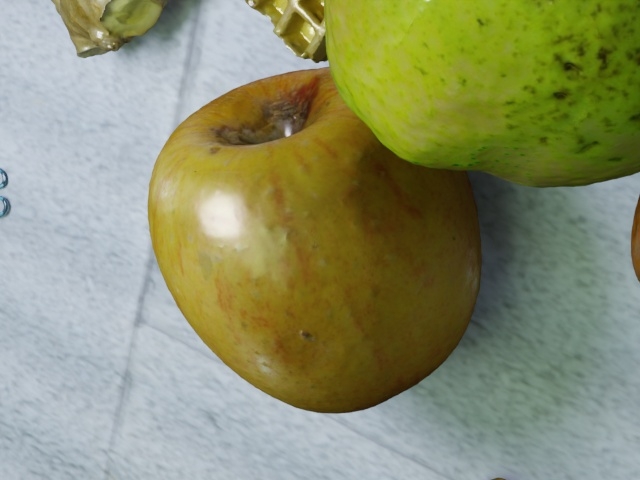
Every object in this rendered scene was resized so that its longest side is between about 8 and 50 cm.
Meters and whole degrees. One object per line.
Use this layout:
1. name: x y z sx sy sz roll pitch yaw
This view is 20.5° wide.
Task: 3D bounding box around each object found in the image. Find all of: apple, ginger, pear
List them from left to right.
1. ginger: -0.196 -0.275 1.752 0.216 0.102 0.157 -42 53 37
2. apple: 0.000 0.000 1.578 0.299 0.299 0.275 0 129 35
3. pear: 0.175 -0.211 1.354 0.391 0.391 0.391 9 106 33

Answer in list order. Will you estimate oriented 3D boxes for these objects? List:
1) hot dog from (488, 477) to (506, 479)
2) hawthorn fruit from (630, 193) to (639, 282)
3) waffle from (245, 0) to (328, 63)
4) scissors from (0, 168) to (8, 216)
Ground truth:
1. hot dog: 0.142 0.350 1.689 0.115 0.072 0.269 29 116 18
2. hawthorn fruit: 0.332 -0.023 1.441 0.149 0.149 0.189 4 64 34
3. waffle: -0.015 -0.318 1.642 0.229 0.057 0.219 49 123 16
4. scissors: -0.399 -0.057 1.999 0.119 0.014 0.058 4 99 31
